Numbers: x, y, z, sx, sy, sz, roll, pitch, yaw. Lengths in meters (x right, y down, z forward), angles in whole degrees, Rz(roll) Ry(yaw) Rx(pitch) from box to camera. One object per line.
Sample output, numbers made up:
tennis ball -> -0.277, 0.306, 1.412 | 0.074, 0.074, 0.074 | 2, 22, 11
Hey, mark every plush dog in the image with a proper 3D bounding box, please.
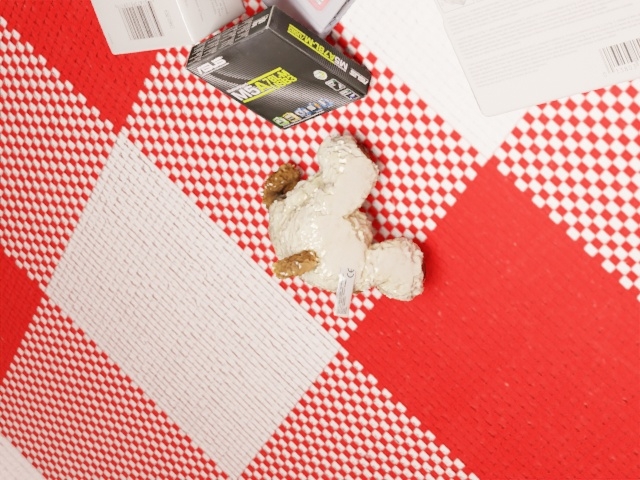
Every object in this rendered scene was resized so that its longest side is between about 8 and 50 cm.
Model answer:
plush dog -> 0.000, 0.000, 2.239 | 0.262, 0.211, 0.225 | 61, 165, -9

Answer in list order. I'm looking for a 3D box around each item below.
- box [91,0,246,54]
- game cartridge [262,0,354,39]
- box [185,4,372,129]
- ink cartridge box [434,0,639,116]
box -> -0.230, -0.372, 2.198 | 0.181, 0.119, 0.182 | -1, 118, 42
game cartridge -> -0.009, -0.403, 2.030 | 0.196, 0.060, 0.294 | 50, 140, 7
box -> -0.058, -0.232, 2.137 | 0.184, 0.045, 0.191 | 30, 150, -33
ink cartridge box -> 0.267, -0.298, 1.845 | 0.296, 0.066, 0.261 | -11, 111, 45
